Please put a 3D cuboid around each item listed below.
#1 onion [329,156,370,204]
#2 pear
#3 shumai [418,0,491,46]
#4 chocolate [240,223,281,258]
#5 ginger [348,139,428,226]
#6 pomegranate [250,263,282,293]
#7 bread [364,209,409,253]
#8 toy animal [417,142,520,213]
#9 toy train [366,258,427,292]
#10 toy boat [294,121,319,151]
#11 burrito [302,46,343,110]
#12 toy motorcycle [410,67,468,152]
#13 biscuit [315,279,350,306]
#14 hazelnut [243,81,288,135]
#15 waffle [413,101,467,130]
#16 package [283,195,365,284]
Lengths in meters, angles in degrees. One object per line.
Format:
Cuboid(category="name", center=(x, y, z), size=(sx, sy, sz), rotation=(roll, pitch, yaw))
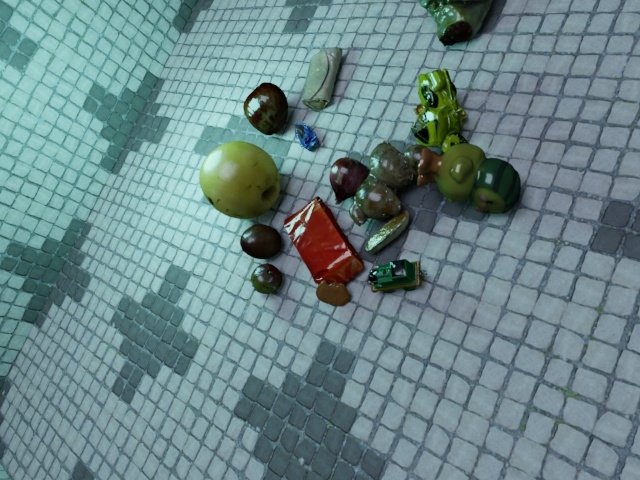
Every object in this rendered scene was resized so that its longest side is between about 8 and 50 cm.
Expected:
Cuboid(category="onion", center=(0.101, -0.232, 2.036), size=(0.159, 0.159, 0.195), rotation=(38, 112, 39))
Cuboid(category="pear", center=(-0.344, -0.260, 2.224), size=(0.348, 0.348, 0.349), rotation=(-14, 63, 29))
Cuboid(category="shumai", center=(0.544, -0.912, 2.034), size=(0.309, 0.304, 0.264), rotation=(3, 106, 33))
Cuboid(category="chocolate", center=(-0.256, 0.011, 2.152), size=(0.176, 0.176, 0.177), rotation=(-14, 63, 29))
Cuboid(category="ginger", center=(0.245, -0.210, 1.911), size=(0.256, 0.176, 0.375), rotation=(39, 96, 35))
Cuboid(category="pomegranate", center=(-0.223, 0.159, 2.114), size=(0.159, 0.129, 0.130), rotation=(151, 140, -77))
Cuboid(category="bread", center=(0.252, -0.023, 1.897), size=(0.214, 0.053, 0.073), rotation=(-43, 34, 14))
Cuboid(category="toy animal", center=(0.496, -0.215, 1.692), size=(0.338, 0.216, 0.191), rotation=(23, 74, 16))
Cuboid(category="toy train", center=(0.254, 0.121, 1.781), size=(0.227, 0.136, 0.091), rotation=(-10, 64, 28))
Cuboid(category="toy boat", center=(-0.080, -0.482, 2.288), size=(0.091, 0.110, 0.175), rotation=(-40, 51, 13))
Cuboid(category="burrito", center=(0.008, -0.744, 2.348), size=(0.143, 0.105, 0.300), rotation=(4, 71, 25))
Cuboid(category="toy motorcycle", center=(0.415, -0.452, 1.838), size=(0.142, 0.205, 0.343), rotation=(138, 134, -56))
Cuboid(category="biscuit", center=(0.047, 0.198, 1.908), size=(0.019, 0.130, 0.102), rotation=(-77, 2, -62))
Cuboid(category="hazelnut", center=(-0.253, -0.605, 2.385), size=(0.217, 0.234, 0.218), rotation=(3, 59, -5))
Cuboid(category="waffle", center=(0.465, -0.464, 1.942), size=(0.160, 0.055, 0.211), rotation=(-34, 55, 18))
Cuboid(category="package", center=(0.001, 0.001, 2.016), size=(0.196, 0.123, 0.424), rotation=(-38, 55, 12))
